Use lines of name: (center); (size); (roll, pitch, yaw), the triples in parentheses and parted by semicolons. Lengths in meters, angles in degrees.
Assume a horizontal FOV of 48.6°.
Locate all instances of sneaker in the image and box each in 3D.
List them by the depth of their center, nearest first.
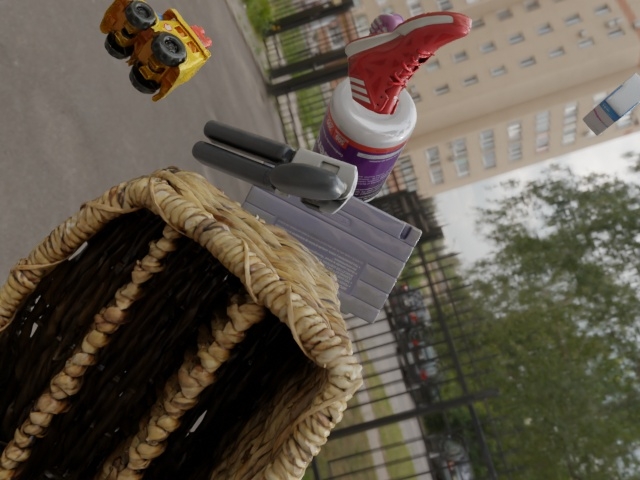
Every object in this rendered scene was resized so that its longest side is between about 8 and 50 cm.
sneaker: (0.135, -0.259, 1.079); (0.087, 0.221, 0.128); (-1, 86, -43)
sneaker: (0.159, -0.399, 1.522); (0.236, 0.105, 0.095); (99, -24, -64)

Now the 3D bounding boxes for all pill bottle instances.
pill bottle: (0.078, -0.198, 1.545); (0.323, 0.182, 0.181); (114, -33, -57)

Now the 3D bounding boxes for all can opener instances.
can opener: (-0.076, -0.114, 0.991); (0.076, 0.284, 0.095); (-63, 149, -8)

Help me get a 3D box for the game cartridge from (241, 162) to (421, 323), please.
game cartridge: (0.000, 0.000, 1.464); (0.355, 0.230, 0.068); (28, 10, -2)

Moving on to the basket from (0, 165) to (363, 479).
basket: (-0.140, 0.105, 0.482); (0.213, 0.299, 0.223); (37, 9, -10)

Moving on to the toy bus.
toy bus: (-0.359, -0.463, 1.631); (0.220, 0.149, 0.211); (52, 45, -6)

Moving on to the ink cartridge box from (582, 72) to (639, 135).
ink cartridge box: (0.596, -0.272, 1.429); (0.052, 0.088, 0.122); (49, -6, 8)
